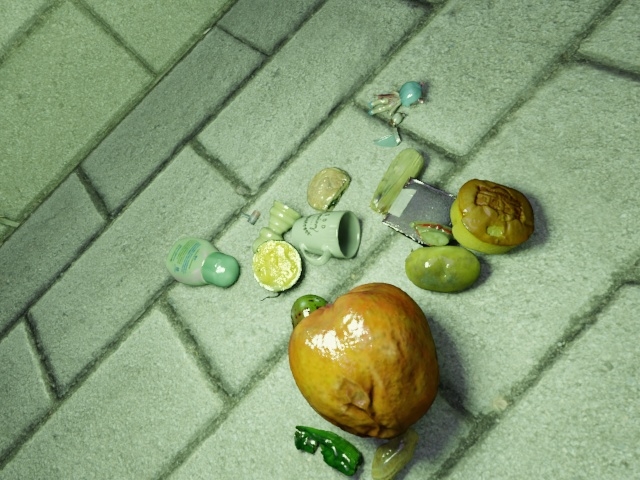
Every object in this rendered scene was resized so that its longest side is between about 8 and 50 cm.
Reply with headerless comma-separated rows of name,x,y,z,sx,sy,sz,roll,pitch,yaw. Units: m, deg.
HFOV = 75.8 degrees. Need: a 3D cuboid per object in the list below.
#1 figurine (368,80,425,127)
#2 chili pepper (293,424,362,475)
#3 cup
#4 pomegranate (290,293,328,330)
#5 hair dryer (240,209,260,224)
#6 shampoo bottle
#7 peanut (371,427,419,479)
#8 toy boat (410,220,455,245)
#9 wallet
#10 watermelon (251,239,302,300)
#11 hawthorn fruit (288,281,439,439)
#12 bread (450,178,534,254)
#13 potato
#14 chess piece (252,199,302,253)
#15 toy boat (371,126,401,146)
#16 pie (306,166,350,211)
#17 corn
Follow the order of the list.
figurine,0.326,-0.601,1.803,0.260,0.103,0.205,-7,62,33
chili pepper,0.020,0.688,1.368,0.254,0.083,0.099,10,81,32
cup,0.000,0.000,1.612,0.234,0.186,0.258,0,40,31
pomegranate,-0.014,0.290,1.529,0.179,0.211,0.179,-24,59,49
hair dryer,-0.338,-0.118,1.930,0.115,0.037,0.063,21,75,38
shampoo bottle,-0.515,0.108,1.837,0.350,0.151,0.221,12,67,29
peanut,0.229,0.665,1.280,0.194,0.083,0.093,-49,22,-8
toy boat,0.404,-0.024,1.445,0.185,0.089,0.071,17,34,13
wallet,0.395,-0.093,1.534,0.263,0.071,0.220,30,86,15
watermelon,-0.169,0.110,1.685,0.204,0.127,0.231,-16,86,7
hawthorn fruit,0.137,0.370,1.249,0.473,0.472,0.470,-10,64,21
bread,0.570,-0.082,1.382,0.270,0.148,0.269,4,62,-7
potato,0.420,0.097,1.417,0.249,0.169,0.143,-5,23,20
chess piece,-0.202,-0.034,1.777,0.145,0.144,0.251,30,89,32
toy boat,0.288,-0.434,1.791,0.122,0.034,0.096,-23,59,24
pie,0.022,-0.232,1.803,0.185,0.052,0.218,35,86,31
corn,0.302,-0.225,1.628,0.122,0.123,0.305,25,80,31
